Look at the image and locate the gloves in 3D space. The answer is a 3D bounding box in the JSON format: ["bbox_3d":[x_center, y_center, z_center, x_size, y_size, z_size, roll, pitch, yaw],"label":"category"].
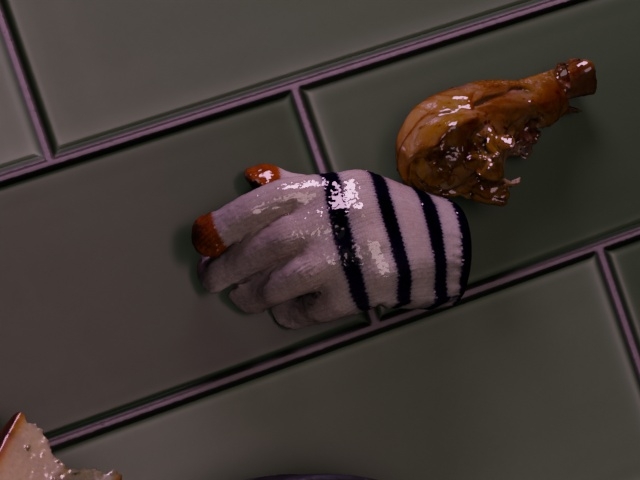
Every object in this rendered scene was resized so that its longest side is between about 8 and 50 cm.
[{"bbox_3d":[0.006,0.002,1.569,0.219,0.131,0.140,5,81,-24],"label":"gloves"}]

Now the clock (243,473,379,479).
[{"bbox_3d":[0.002,0.373,1.505,0.386,0.076,0.386,8,74,-29],"label":"clock"}]

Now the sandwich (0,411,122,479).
[{"bbox_3d":[-0.238,0.234,1.434,0.108,0.220,0.186,32,78,-9],"label":"sandwich"}]

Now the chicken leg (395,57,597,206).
[{"bbox_3d":[0.162,-0.100,1.640,0.207,0.085,0.101,-26,49,-22],"label":"chicken leg"}]
